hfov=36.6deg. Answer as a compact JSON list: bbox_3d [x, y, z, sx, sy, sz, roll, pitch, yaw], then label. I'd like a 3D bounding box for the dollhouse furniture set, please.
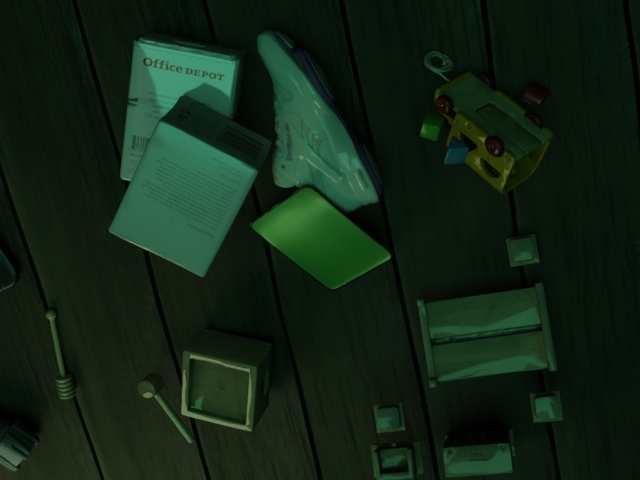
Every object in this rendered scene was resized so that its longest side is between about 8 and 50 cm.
[{"bbox_3d":[0.220,0.190,1.566,0.303,0.174,0.355,-8,84,10],"label":"dollhouse furniture set"}]

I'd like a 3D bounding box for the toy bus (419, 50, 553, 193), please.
[{"bbox_3d":[0.233,-0.160,1.408,0.191,0.202,0.104,9,141,-3],"label":"toy bus"}]

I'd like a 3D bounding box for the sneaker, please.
[{"bbox_3d":[-0.031,-0.162,1.437,0.152,0.114,0.305,-26,105,14],"label":"sneaker"}]

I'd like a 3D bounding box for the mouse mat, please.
[{"bbox_3d":[0.000,0.000,1.498,0.190,0.007,0.153,40,133,-21],"label":"mouse mat"}]

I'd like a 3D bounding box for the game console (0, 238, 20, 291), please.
[{"bbox_3d":[-0.688,0.043,1.559,0.293,0.173,0.250,-26,104,15],"label":"game console"}]

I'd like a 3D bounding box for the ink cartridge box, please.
[{"bbox_3d":[-0.207,-0.193,1.460,0.159,0.092,0.217,11,112,1],"label":"ink cartridge box"}]

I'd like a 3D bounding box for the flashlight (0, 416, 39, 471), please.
[{"bbox_3d":[-0.626,0.283,1.658,0.304,0.103,0.103,39,118,-12],"label":"flashlight"}]

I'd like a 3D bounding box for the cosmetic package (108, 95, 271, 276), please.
[{"bbox_3d":[-0.181,-0.078,1.370,0.151,0.151,0.183,27,110,-6],"label":"cosmetic package"}]

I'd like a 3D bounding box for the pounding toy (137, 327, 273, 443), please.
[{"bbox_3d":[-0.193,0.244,1.618,0.206,0.094,0.181,11,116,13],"label":"pounding toy"}]

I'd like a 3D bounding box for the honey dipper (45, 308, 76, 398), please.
[{"bbox_3d":[-0.451,0.195,1.661,0.031,0.030,0.160,-6,106,9],"label":"honey dipper"}]
